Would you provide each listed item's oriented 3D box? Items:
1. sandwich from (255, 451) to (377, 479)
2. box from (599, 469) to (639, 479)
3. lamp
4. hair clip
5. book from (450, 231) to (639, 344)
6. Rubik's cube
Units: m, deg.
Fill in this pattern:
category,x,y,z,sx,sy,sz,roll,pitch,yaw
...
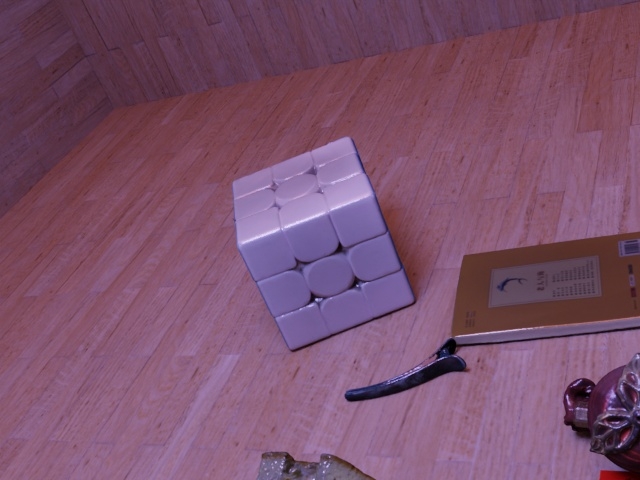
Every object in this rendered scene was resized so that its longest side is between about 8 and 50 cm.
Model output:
category,x,y,z,sx,sy,sz,roll,pitch,yaw
sandwich,0.015,0.408,1.240,0.235,0.128,0.122,-7,42,26
box,0.421,0.380,1.081,0.100,0.048,0.152,-3,37,26
lamp,0.440,0.255,1.140,0.215,0.223,0.151,8,62,27
hair clip,0.150,0.248,1.477,0.229,0.039,0.070,-23,32,3
book,0.447,0.085,1.537,0.388,0.032,0.269,-8,32,23
Rubik's cube,0.000,0.000,1.716,0.291,0.290,0.292,-22,32,3
